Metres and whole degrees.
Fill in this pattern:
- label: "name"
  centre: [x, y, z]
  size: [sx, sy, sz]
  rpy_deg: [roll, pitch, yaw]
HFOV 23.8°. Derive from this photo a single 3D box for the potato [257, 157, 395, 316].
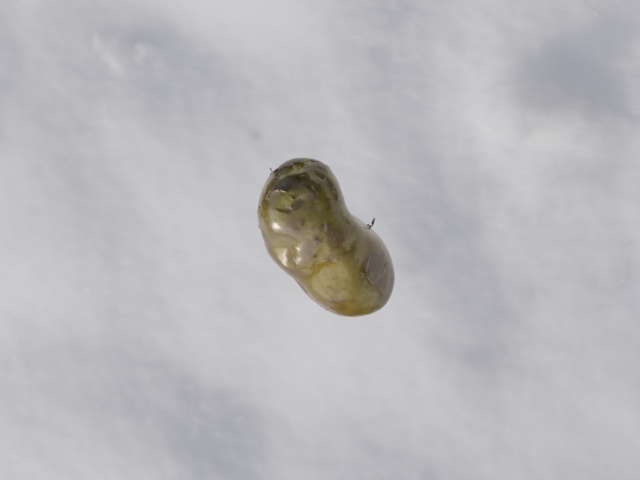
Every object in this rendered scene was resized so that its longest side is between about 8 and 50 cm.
- label: "potato"
  centre: [0.000, 0.000, 0.709]
  size: [0.046, 0.045, 0.092]
  rpy_deg: [-6, 135, 38]
